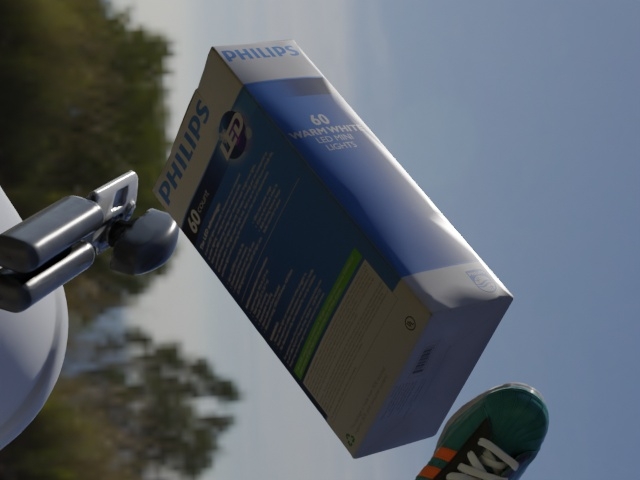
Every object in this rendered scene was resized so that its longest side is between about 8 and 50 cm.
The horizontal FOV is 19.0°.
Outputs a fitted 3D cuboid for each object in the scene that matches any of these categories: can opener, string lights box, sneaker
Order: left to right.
[{"bbox_3d":[-0.206,0.003,1.742,0.283,0.095,0.076,-43,150,-69],"label":"can opener"},{"bbox_3d":[0.000,0.000,1.258,0.260,0.077,0.133,52,-47,30],"label":"string lights box"},{"bbox_3d":[0.146,0.291,2.113,0.302,0.108,0.121,-49,-168,14],"label":"sneaker"}]

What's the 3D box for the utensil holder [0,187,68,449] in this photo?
[{"bbox_3d":[-0.454,0.031,1.909,0.385,0.327,0.327,74,10,-67],"label":"utensil holder"}]
